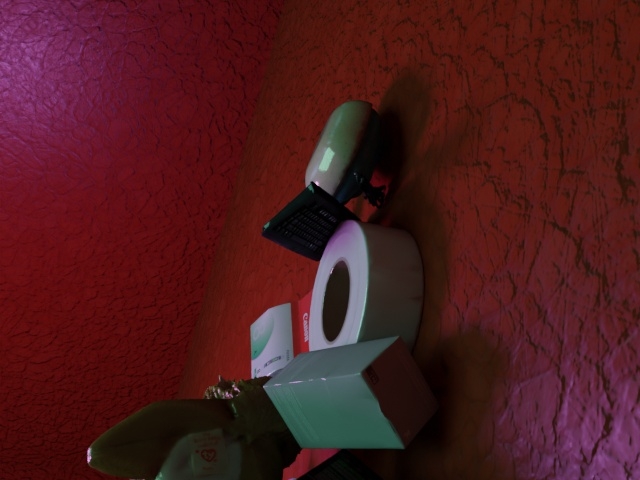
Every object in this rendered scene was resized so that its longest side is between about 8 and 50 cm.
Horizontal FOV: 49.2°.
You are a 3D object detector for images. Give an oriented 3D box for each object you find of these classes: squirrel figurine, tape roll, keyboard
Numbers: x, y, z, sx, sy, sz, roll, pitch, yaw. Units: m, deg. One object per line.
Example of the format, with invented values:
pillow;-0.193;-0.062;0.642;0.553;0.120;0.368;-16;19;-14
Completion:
squirrel figurine;-0.184;0.414;1.190;0.397;0.281;0.370;-41;-18;-37
tape roll;0.069;0.108;1.192;0.286;0.100;0.286;-170;90;-74
keyboard;0.026;-0.044;1.236;0.201;0.033;0.317;-42;-18;7

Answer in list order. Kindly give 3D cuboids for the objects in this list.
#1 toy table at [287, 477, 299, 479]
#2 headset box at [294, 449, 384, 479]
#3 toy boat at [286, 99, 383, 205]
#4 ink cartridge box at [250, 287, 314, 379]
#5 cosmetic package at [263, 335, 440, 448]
toy table;-0.116;0.571;1.416;0.274;0.161;0.252;120;154;-47
headset box;-0.019;0.424;0.911;0.246;0.131;0.283;-56;-18;5
toy boat;0.040;-0.120;1.378;0.267;0.148;0.318;-72;8;-51
ink cartridge box;-0.084;0.223;1.614;0.224;0.056;0.181;-47;34;36
cosmetic package;0.039;0.226;1.016;0.238;0.107;0.127;-19;103;47
